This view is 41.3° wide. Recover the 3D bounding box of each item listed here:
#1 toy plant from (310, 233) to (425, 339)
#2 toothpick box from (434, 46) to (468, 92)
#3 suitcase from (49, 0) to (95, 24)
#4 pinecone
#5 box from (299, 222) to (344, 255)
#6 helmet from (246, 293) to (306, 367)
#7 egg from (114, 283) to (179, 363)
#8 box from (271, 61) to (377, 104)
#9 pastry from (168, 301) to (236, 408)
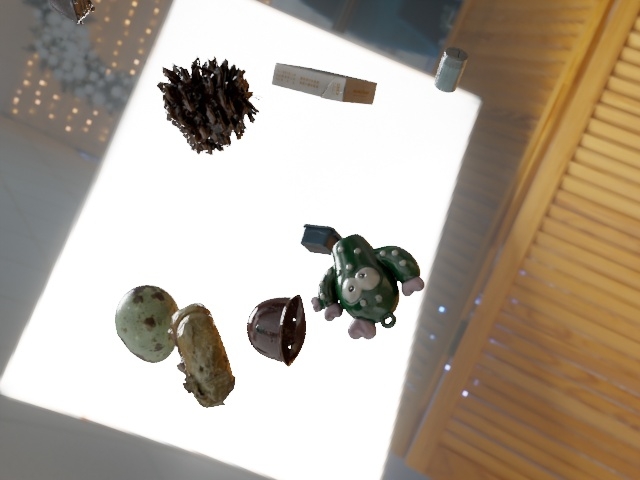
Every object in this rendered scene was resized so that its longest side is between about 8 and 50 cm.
[{"bbox_3d":[0.103,0.102,1.905,0.243,0.232,0.112,33,179,34],"label":"toy plant"},{"bbox_3d":[0.274,-0.359,1.790,0.052,0.083,0.052,8,-135,-8],"label":"toothpick box"},{"bbox_3d":[-0.528,-0.517,1.777,0.086,0.059,0.126,31,162,4],"label":"suitcase"},{"bbox_3d":[-0.235,-0.299,1.820,0.221,0.221,0.221,23,-174,-3],"label":"pinecone"},{"bbox_3d":[0.000,0.000,2.089,0.099,0.054,0.074,7,154,36],"label":"box"},{"bbox_3d":[-0.097,0.183,1.791,0.106,0.155,0.175,7,177,19],"label":"helmet"},{"bbox_3d":[-0.438,0.218,2.180,0.169,0.231,0.169,-5,-144,4],"label":"egg"},{"bbox_3d":[0.011,-0.403,2.187,0.233,0.067,0.149,20,-162,33],"label":"box"},{"bbox_3d":[-0.284,0.264,1.979,0.121,0.257,0.235,-19,-126,-13],"label":"pastry"}]
